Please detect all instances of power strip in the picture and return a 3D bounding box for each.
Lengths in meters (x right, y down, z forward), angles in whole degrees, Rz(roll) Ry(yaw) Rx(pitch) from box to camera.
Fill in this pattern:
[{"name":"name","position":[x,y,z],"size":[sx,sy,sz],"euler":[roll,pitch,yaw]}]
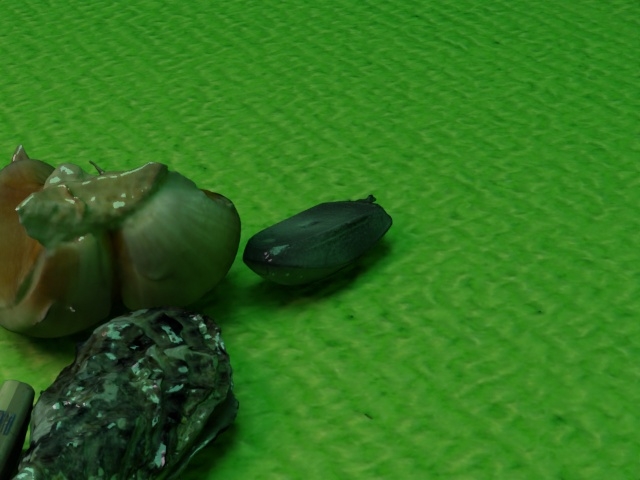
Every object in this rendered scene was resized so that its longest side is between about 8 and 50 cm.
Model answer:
[{"name":"power strip","position":[-0.309,0.238,1.002],"size":[0.034,0.092,0.268],"euler":[17,34,-6]}]

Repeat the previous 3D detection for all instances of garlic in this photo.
[{"name":"garlic","position":[-0.253,-0.010,1.268],"size":[0.286,0.249,0.313],"euler":[-36,12,-21]}]

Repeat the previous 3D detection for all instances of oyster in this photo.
[{"name":"oyster","position":[-0.190,0.169,1.058],"size":[0.162,0.158,0.351],"euler":[-29,8,27]}]

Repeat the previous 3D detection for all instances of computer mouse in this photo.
[{"name":"computer mouse","position":[0.000,0.006,1.342],"size":[0.113,0.068,0.229],"euler":[8,23,40]}]
